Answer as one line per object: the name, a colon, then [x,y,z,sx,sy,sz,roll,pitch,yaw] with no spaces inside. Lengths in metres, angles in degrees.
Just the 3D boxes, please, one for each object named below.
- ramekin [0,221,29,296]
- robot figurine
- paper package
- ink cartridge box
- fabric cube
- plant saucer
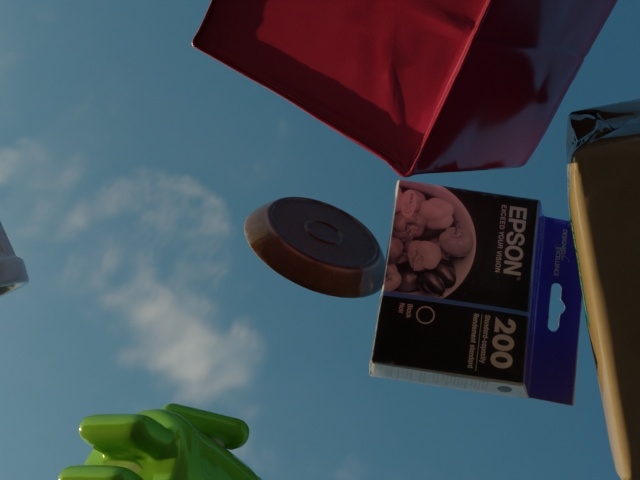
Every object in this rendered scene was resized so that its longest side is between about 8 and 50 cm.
ramekin: [-0.346,0.016,0.886,0.207,0.207,0.109,-20,-91,22]
robot figurine: [-0.063,0.120,0.503,0.067,0.101,0.115,-10,-40,34]
paper package: [0.390,0.029,1.002,0.309,0.168,0.325,-9,-74,12]
ink cartridge box: [0.165,0.050,1.137,0.208,0.206,0.045,8,-24,3]
fabric cube: [0.092,-0.224,1.006,0.254,0.258,0.259,34,-68,23]
plant saucer: [0.000,0.000,1.228,0.168,0.168,0.029,26,-62,4]
